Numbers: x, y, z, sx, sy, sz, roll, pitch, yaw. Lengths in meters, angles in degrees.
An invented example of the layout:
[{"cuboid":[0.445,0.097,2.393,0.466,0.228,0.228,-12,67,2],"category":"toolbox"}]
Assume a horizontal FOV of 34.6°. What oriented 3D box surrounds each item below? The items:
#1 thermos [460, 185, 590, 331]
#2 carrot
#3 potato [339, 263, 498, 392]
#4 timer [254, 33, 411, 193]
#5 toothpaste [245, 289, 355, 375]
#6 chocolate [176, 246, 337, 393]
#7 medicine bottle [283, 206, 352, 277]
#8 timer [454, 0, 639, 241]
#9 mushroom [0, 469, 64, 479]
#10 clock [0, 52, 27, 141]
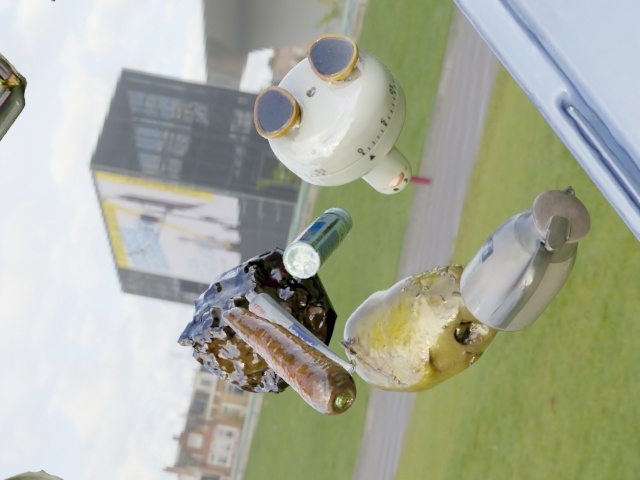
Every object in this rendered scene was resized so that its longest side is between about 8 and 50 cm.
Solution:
[{"cuboid":[0.230,0.029,1.141,0.137,0.105,0.193,-59,-3,-31],"category":"thermos"},{"cuboid":[-0.032,0.103,0.948,0.191,0.047,0.047,34,121,48],"category":"carrot"},{"cuboid":[0.154,0.141,1.580,0.300,0.140,0.172,-31,73,42],"category":"potato"},{"cuboid":[0.037,-0.191,1.670,0.240,0.234,0.233,38,-126,-46],"category":"timer"},{"cuboid":[-0.027,0.103,1.093,0.028,0.170,0.045,20,-74,-52],"category":"toothpaste"},{"cuboid":[-0.112,0.143,1.514,0.206,0.224,0.177,65,-156,2],"category":"chocolate"},{"cuboid":[0.000,0.000,1.375,0.191,0.051,0.051,-44,-34,-69],"category":"medicine bottle"},{"cuboid":[0.239,-0.083,0.576,0.173,0.395,0.395,-40,13,18],"category":"timer"},{"cuboid":[-0.515,0.529,1.831,0.173,0.236,0.162,-54,12,28],"category":"mushroom"},{"cuboid":[-0.422,-0.124,1.037,0.253,0.083,0.186,-58,-26,-13],"category":"clock"}]
